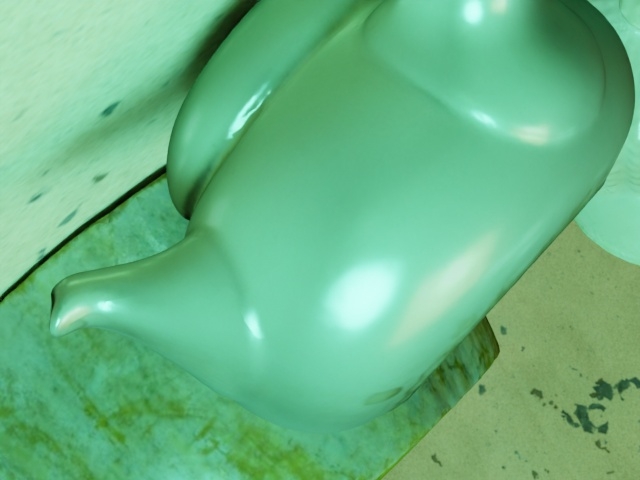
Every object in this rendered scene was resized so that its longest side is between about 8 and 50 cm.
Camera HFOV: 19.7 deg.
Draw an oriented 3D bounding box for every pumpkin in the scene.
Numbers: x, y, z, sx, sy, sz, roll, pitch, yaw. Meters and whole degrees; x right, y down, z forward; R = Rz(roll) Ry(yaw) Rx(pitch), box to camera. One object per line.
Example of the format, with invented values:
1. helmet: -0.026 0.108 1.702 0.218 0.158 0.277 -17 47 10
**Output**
1. pumpkin: -0.060 0.102 0.974 0.332 0.199 0.332 -39 176 -4

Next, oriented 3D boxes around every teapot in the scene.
1. teapot: 0.047 -0.065 0.690 0.318 0.149 0.220 -51 175 26

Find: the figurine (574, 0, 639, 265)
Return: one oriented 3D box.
1. figurine: 0.168 -0.121 1.069 0.185 0.204 0.332 -43 -159 4
